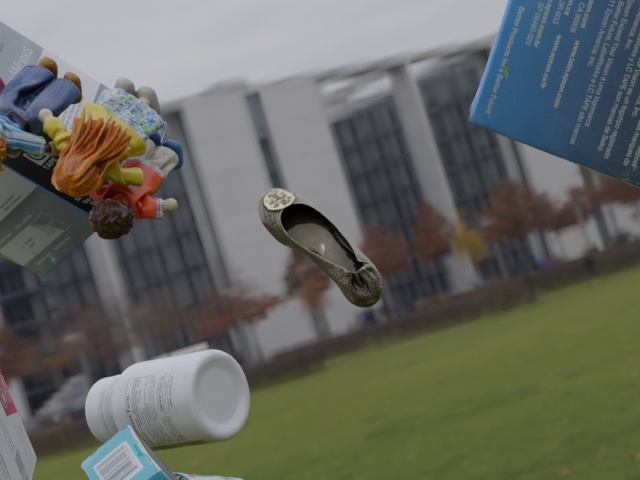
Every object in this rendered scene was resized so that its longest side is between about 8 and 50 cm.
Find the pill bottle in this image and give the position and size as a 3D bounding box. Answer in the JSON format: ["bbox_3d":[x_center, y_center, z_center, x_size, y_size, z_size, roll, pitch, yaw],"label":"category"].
[{"bbox_3d":[-0.224,0.234,2.397,0.229,0.131,0.131,-12,0,39],"label":"pill bottle"}]

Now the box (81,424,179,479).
[{"bbox_3d":[-0.118,0.286,1.555,0.060,0.244,0.100,-40,29,-6],"label":"box"}]

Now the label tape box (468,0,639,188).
[{"bbox_3d":[0.315,-0.154,1.323,0.333,0.241,0.106,23,24,14],"label":"label tape box"}]

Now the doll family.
[{"bbox_3d":[-0.250,-0.099,1.524,0.263,0.118,0.163,19,40,9],"label":"doll family"}]

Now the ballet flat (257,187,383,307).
[{"bbox_3d":[0.000,0.000,2.411,0.084,0.250,0.058,-34,-29,-20],"label":"ballet flat"}]

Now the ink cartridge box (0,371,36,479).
[{"bbox_3d":[-0.407,0.271,1.931,0.092,0.159,0.218,-13,30,6],"label":"ink cartridge box"}]

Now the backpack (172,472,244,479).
[{"bbox_3d":[-0.122,0.346,1.819,0.144,0.188,0.166,1,-11,-20],"label":"backpack"}]

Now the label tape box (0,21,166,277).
[{"bbox_3d":[-0.386,-0.126,1.873,0.347,0.115,0.249,30,-40,-22],"label":"label tape box"}]

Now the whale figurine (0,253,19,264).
[{"bbox_3d":[-0.484,-0.050,2.250,0.272,0.141,0.216,21,9,-37],"label":"whale figurine"}]
